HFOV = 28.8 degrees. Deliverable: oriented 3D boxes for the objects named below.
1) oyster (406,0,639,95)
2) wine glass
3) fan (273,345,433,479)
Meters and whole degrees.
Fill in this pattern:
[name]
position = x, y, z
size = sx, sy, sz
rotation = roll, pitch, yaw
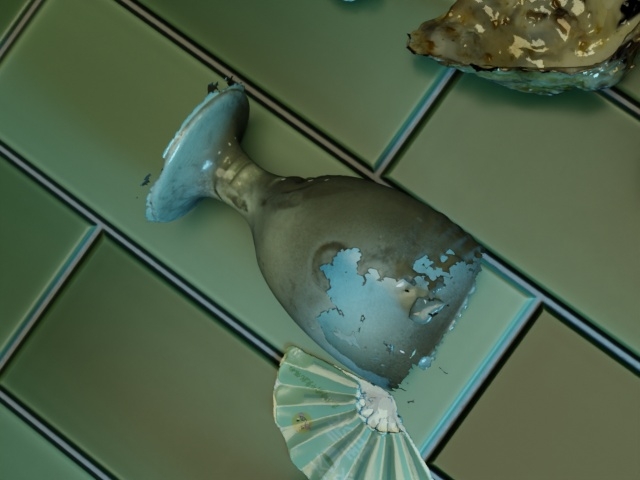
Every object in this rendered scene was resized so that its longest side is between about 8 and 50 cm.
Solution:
[oyster]
position = 0.242, -0.227, 1.324
size = 0.294, 0.094, 0.166
rotation = 1, 66, 18
[wine glass]
position = 0.000, -0.002, 1.282
size = 0.357, 0.190, 0.190
rotation = 36, 90, 15
[fan]
position = 0.033, 0.215, 1.342
size = 0.240, 0.009, 0.131
rotation = 44, 94, 10
